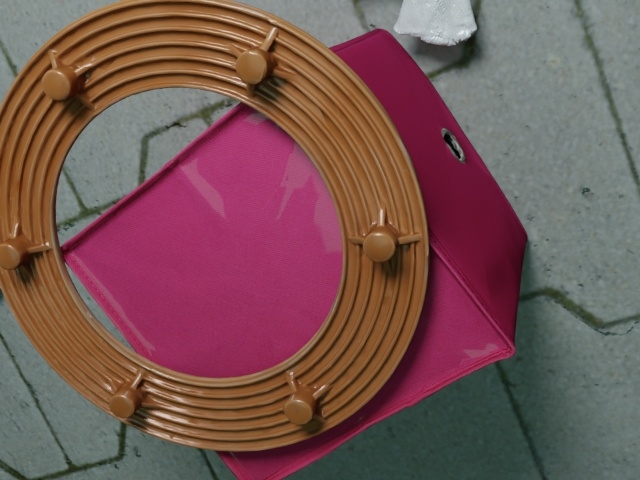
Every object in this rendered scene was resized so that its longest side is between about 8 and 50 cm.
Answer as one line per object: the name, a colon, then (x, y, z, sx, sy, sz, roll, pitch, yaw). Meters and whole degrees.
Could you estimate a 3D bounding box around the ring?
ring: (-0.093, 0.004, 0.580, 0.337, 0.032, 0.336, 5, 110, 13)

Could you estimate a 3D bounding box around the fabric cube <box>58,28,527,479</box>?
fabric cube: (0.000, 0.000, 0.710, 0.259, 0.258, 0.254, -33, 96, 23)

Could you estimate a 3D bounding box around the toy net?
toy net: (0.060, -0.271, 0.717, 0.232, 0.045, 0.122, 44, 112, -5)
